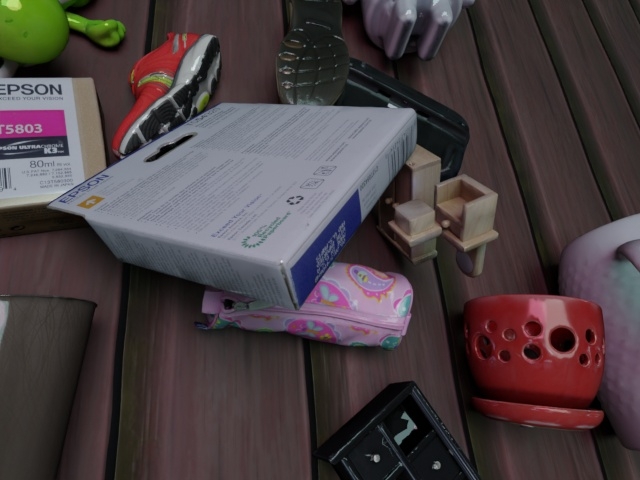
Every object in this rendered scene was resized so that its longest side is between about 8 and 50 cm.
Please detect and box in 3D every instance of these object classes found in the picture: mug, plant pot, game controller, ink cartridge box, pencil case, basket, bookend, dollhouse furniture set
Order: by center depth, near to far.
[{"bbox_3d":[-0.339,0.179,0.397,0.205,0.154,0.226,0,72,-19],"label":"basket"},{"bbox_3d":[-0.089,-0.081,0.507,0.330,0.071,0.324,11,42,29],"label":"ink cartridge box"},{"bbox_3d":[-0.403,-0.107,0.527,0.235,0.088,0.193,-11,73,-23],"label":"ink cartridge box"},{"bbox_3d":[0.101,0.301,0.544,0.157,0.072,0.156,-30,81,-27],"label":"bookend"},{"bbox_3d":[-0.018,0.082,0.564,0.284,0.124,0.124,11,65,-18],"label":"pencil case"},{"bbox_3d":[0.000,0.000,0.580,0.356,0.173,0.303,-22,39,-15],"label":"dollhouse furniture set"},{"bbox_3d":[0.316,0.181,0.611,0.191,0.191,0.174,9,73,-16],"label":"plant pot"},{"bbox_3d":[0.531,0.120,0.626,0.374,0.276,0.328,24,45,-54],"label":"mug"},{"bbox_3d":[0.146,-0.235,0.804,0.319,0.067,0.166,25,76,-8],"label":"game controller"}]

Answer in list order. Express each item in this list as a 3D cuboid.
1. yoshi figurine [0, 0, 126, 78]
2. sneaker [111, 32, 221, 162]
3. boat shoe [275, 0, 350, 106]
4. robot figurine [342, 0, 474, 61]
[{"bbox_3d":[-0.395,-0.368,0.585,0.204,0.203,0.362,19,66,-19],"label":"yoshi figurine"},{"bbox_3d":[-0.252,-0.223,0.642,0.118,0.107,0.279,15,59,7],"label":"sneaker"},{"bbox_3d":[-0.018,-0.317,0.734,0.123,0.120,0.323,13,58,-10],"label":"boat shoe"},{"bbox_3d":[0.177,-0.549,0.859,0.300,0.199,0.353,0,68,-11],"label":"robot figurine"}]
